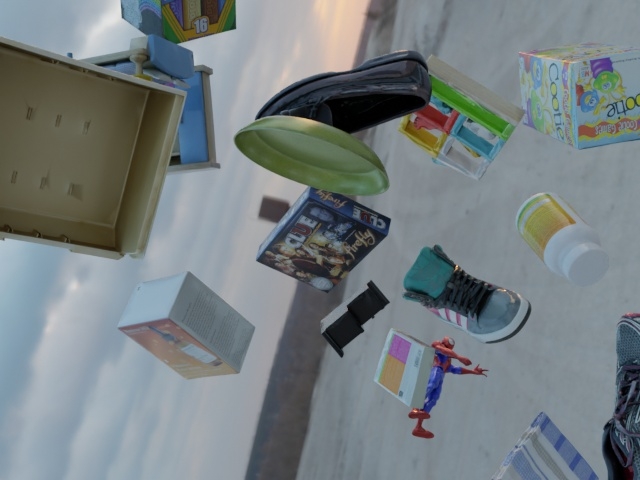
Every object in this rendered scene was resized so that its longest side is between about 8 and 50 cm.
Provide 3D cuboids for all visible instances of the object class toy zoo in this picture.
[{"bbox_3d":[0.247,-0.209,1.550,0.030,0.192,0.293,-55,-6,-19],"label":"toy zoo"}]

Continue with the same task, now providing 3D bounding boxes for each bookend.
[{"bbox_3d":[0.082,0.174,1.885,0.157,0.072,0.156,-40,4,2],"label":"bookend"}]

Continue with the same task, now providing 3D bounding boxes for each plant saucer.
[{"bbox_3d":[-0.009,-0.128,1.235,0.241,0.241,0.037,106,-179,-79],"label":"plant saucer"}]

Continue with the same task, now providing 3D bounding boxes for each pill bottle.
[{"bbox_3d":[0.568,0.000,1.954,0.246,0.136,0.136,-114,33,-56],"label":"pill bottle"}]

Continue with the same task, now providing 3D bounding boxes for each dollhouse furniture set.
[{"bbox_3d":[-0.357,-0.228,1.518,0.303,0.286,0.198,2,-97,-72],"label":"dollhouse furniture set"}]

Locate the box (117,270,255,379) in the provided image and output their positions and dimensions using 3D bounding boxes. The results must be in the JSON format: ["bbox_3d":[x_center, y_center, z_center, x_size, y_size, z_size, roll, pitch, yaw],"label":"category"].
[{"bbox_3d":[-0.215,0.141,1.351,0.130,0.170,0.091,-14,45,38],"label":"box"}]

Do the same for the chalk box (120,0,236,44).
[{"bbox_3d":[-0.285,-0.561,1.643,0.179,0.180,0.289,-23,-44,-32],"label":"chalk box"}]

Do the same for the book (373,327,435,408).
[{"bbox_3d":[0.135,0.202,1.340,0.144,0.035,0.096,-157,79,-73],"label":"book"}]

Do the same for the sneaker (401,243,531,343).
[{"bbox_3d":[0.250,0.089,1.558,0.124,0.178,0.295,-58,20,-10],"label":"sneaker"}]

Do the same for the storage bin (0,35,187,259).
[{"bbox_3d":[-0.354,-0.115,1.134,0.123,0.262,0.260,23,99,56],"label":"storage bin"}]

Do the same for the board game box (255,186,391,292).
[{"bbox_3d":[0.000,0.000,1.567,0.243,0.165,0.042,-48,22,50],"label":"board game box"}]

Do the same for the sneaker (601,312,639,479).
[{"bbox_3d":[0.472,0.255,1.229,0.121,0.112,0.299,139,132,-70],"label":"sneaker"}]

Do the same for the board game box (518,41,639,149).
[{"bbox_3d":[0.458,-0.259,1.446,0.275,0.144,0.142,-109,10,-73],"label":"board game box"}]

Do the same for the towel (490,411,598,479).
[{"bbox_3d":[0.487,0.520,1.793,0.285,0.209,0.034,-35,-6,-46],"label":"towel"}]

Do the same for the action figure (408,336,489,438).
[{"bbox_3d":[0.291,0.311,1.846,0.280,0.139,0.091,-65,-30,-51],"label":"action figure"}]

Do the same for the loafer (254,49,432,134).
[{"bbox_3d":[0.034,-0.212,1.344,0.109,0.302,0.095,55,-160,-49],"label":"loafer"}]
